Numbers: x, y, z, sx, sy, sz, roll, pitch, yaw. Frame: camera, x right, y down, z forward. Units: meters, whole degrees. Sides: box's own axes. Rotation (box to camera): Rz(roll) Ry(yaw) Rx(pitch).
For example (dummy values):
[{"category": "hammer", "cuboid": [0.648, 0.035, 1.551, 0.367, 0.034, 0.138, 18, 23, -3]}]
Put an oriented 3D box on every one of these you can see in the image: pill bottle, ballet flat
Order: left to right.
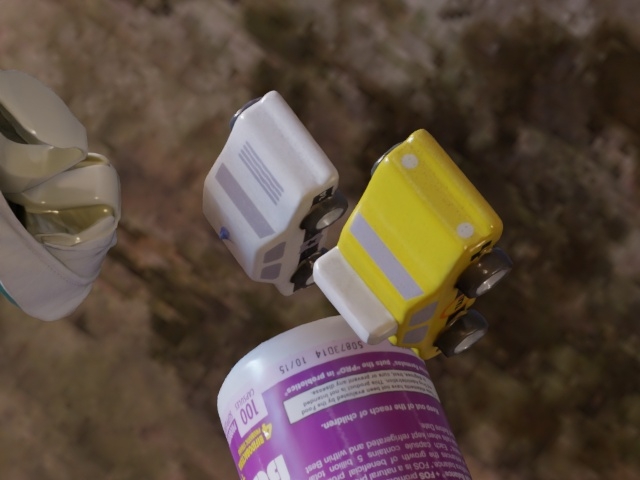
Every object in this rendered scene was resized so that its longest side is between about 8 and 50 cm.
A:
[{"category": "ballet flat", "cuboid": [-0.227, -0.043, 1.467, 0.139, 0.139, 0.400, 35, 170, 26]}, {"category": "pill bottle", "cuboid": [0.041, 0.221, 1.426, 0.169, 0.169, 0.301, 37, -153, -58]}]

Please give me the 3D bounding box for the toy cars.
[{"category": "toy cars", "cuboid": [0.000, 0.000, 1.258, 0.393, 0.087, 0.176, 21, 139, 62]}]
